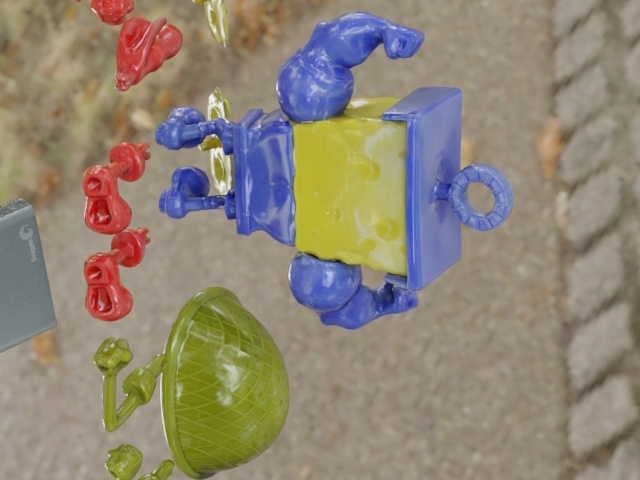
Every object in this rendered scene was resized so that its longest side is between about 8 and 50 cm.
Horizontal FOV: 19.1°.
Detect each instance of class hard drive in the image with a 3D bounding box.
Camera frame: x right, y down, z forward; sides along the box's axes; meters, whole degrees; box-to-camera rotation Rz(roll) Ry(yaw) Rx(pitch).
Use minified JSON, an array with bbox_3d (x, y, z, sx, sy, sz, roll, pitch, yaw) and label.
[{"bbox_3d":[-0.232,0.039,1.183,0.022,0.135,0.094,34,140,44],"label":"hard drive"}]

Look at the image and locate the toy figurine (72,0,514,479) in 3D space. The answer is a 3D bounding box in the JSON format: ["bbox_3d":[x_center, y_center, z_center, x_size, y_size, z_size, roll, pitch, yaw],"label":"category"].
[{"bbox_3d":[0.000,0.000,1.093,0.191,0.217,0.362,-42,-46,-64],"label":"toy figurine"}]
